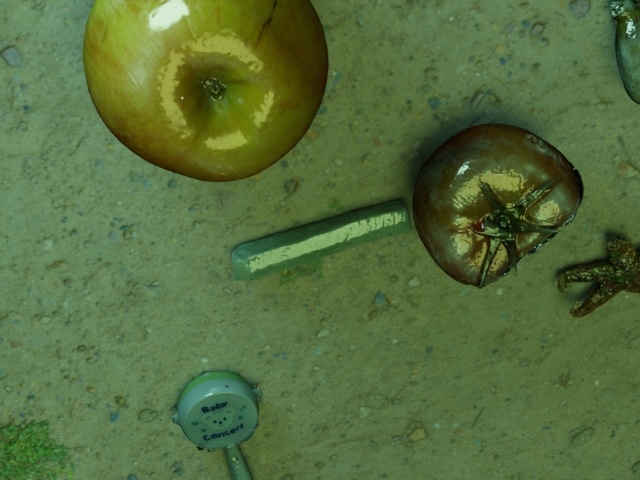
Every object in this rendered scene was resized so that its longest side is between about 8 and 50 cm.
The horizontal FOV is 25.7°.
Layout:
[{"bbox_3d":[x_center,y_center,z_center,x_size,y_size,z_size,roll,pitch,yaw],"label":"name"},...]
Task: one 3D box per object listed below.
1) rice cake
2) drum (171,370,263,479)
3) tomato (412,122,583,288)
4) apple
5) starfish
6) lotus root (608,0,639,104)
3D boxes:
[{"bbox_3d":[0.000,0.000,1.859,0.245,0.042,0.045,-17,125,-2],"label":"rice cake"},{"bbox_3d":[-0.150,0.297,2.024,0.130,0.049,0.253,-5,125,-13],"label":"drum"},{"bbox_3d":[0.204,-0.062,1.791,0.214,0.181,0.155,-44,118,12],"label":"tomato"},{"bbox_3d":[-0.124,-0.202,1.560,0.286,0.233,0.286,-7,125,-10],"label":"apple"},{"bbox_3d":[0.439,0.037,2.014,0.209,0.053,0.150,-34,139,5],"label":"starfish"},{"bbox_3d":[0.413,-0.241,1.780,0.088,0.088,0.165,-22,118,1],"label":"lotus root"}]
